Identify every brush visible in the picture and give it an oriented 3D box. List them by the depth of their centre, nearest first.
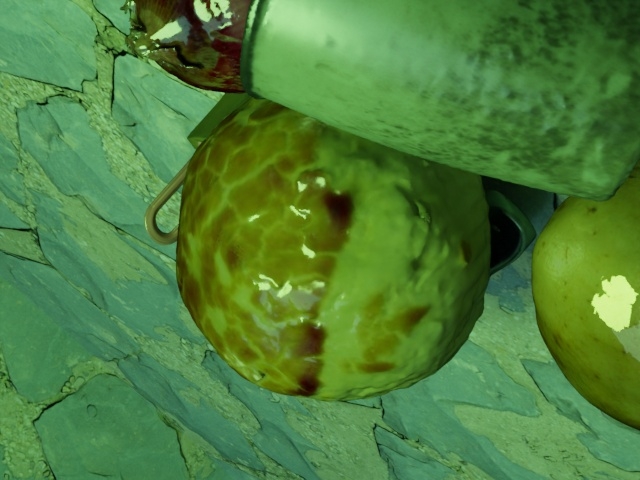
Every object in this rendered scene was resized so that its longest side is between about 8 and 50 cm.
[{"bbox_3d":[-0.144,-0.085,1.536,0.047,0.233,0.103,4,138,47],"label":"brush"}]

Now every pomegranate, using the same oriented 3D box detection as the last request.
[{"bbox_3d":[0.346,0.053,1.176,0.307,0.307,0.307,27,152,16],"label":"pomegranate"}]

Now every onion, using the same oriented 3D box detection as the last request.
[{"bbox_3d":[-0.142,-0.252,1.349,0.230,0.163,0.230,28,140,26],"label":"onion"}]

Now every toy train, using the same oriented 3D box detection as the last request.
[{"bbox_3d":[0.165,0.017,1.504,0.086,0.088,0.407,48,152,-2],"label":"toy train"}]

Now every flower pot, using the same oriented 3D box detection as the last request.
[{"bbox_3d":[0.139,-0.198,1.003,0.330,0.293,0.293,23,151,7],"label":"flower pot"}]

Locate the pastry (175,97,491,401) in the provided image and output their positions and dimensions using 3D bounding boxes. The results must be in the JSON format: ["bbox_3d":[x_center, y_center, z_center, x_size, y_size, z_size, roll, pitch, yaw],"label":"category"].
[{"bbox_3d":[0.000,0.000,1.346,0.388,0.313,0.388,36,137,42],"label":"pastry"}]

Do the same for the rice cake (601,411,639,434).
[{"bbox_3d":[0.368,0.118,1.467,0.073,0.056,0.365,17,147,33],"label":"rice cake"}]
